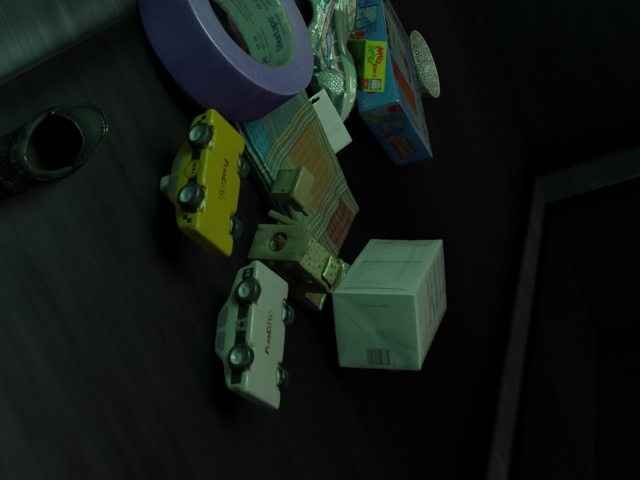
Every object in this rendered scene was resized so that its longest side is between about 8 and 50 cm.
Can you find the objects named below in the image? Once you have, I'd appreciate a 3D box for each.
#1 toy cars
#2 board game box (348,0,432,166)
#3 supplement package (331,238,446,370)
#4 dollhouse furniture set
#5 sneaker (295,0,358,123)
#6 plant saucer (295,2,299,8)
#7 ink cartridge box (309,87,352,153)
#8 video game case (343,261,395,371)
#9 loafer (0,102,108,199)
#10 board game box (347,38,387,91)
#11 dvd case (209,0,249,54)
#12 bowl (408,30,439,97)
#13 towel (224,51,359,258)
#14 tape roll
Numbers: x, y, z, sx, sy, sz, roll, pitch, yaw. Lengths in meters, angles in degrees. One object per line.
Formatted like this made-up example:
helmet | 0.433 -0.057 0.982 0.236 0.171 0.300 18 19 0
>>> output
toy cars | -0.128 0.030 1.306 0.176 0.087 0.393 -29 104 -62
board game box | 0.141 -0.354 2.131 0.308 0.086 0.302 43 37 -64
supplement package | 0.122 0.100 1.663 0.244 0.139 0.133 -49 136 -63
dollhouse furniture set | 0.000 0.000 1.525 0.182 0.101 0.161 44 56 -48
sneaker | -0.009 -0.341 1.846 0.122 0.110 0.283 -2 91 -28
plant saucer | -0.089 -0.581 1.870 0.310 0.050 0.310 47 35 -48
ink cartridge box | 0.003 -0.210 1.797 0.029 0.063 0.115 24 -32 59
video game case | 0.086 0.139 1.793 0.190 0.022 0.173 27 50 -60
loafer | -0.277 -0.100 1.053 0.076 0.078 0.223 68 23 -14
board game box | 0.070 -0.334 1.897 0.181 0.043 0.092 -147 -122 -67
dvd case | -0.141 -0.377 1.641 0.164 0.018 0.221 40 40 -53
bowl | 0.219 -0.413 2.413 0.170 0.080 0.170 49 32 -46
towel | -0.040 -0.139 1.650 0.370 0.040 0.271 63 29 -25
tape roll | -0.132 -0.312 1.448 0.275 0.090 0.274 34 41 -36
